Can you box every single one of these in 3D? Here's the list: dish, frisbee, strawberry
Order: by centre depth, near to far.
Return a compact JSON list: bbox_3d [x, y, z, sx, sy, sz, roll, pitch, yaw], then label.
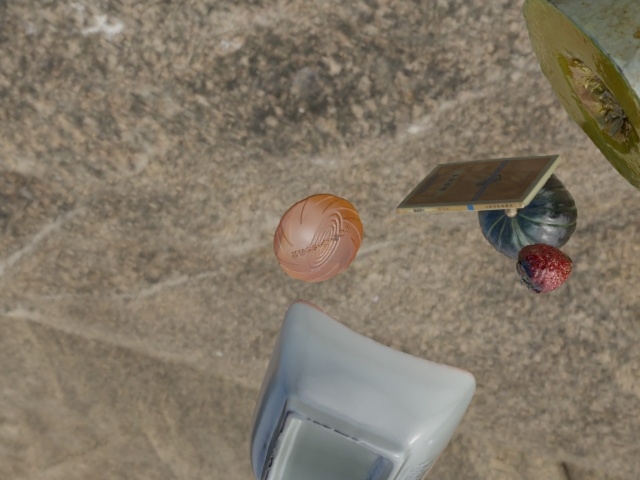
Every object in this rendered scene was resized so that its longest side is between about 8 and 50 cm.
[{"bbox_3d":[0.015,0.158,0.665,0.151,0.077,0.212,24,138,5],"label":"dish"},{"bbox_3d":[0.417,0.047,1.589,0.106,0.106,0.106,15,150,9],"label":"strawberry"},{"bbox_3d":[0.000,0.000,1.710,0.192,0.192,0.035,39,-175,-30],"label":"frisbee"}]

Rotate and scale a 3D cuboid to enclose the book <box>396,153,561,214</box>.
[{"bbox_3d":[0.268,-0.096,1.455,0.241,0.170,0.018,-1,120,40],"label":"book"}]

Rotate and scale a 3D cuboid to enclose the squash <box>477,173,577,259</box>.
[{"bbox_3d":[0.453,-0.058,1.869,0.218,0.218,0.172,-9,158,41],"label":"squash"}]

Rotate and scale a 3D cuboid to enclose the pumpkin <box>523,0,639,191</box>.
[{"bbox_3d":[0.431,-0.230,1.108,0.199,0.332,0.332,-35,133,3],"label":"pumpkin"}]
